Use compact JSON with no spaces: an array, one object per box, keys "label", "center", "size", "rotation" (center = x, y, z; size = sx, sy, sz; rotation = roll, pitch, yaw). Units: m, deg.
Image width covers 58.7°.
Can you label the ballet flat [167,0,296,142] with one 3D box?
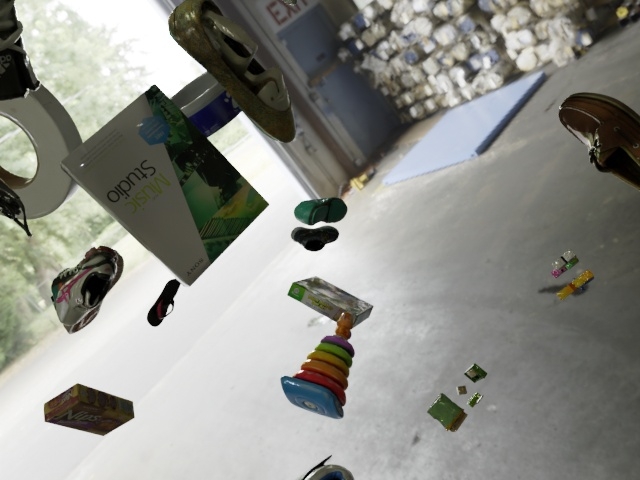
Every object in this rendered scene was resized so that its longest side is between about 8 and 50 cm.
[{"label":"ballet flat","center":[-0.146,-0.335,1.132],"size":[0.123,0.348,0.123],"rotation":[-35,29,23]}]

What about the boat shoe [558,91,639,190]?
[{"label":"boat shoe","center":[0.595,-0.196,1.149],"size":[0.104,0.111,0.307],"rotation":[-38,53,-10]}]

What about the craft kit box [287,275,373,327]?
[{"label":"craft kit box","center":[0.040,0.207,1.953],"size":[0.061,0.246,0.250],"rotation":[-69,-16,8]}]

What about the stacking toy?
[{"label":"stacking toy","center":[0.033,0.328,1.591],"size":[0.165,0.175,0.302],"rotation":[9,53,27]}]

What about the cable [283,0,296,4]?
[{"label":"cable","center":[-0.084,-0.436,0.671],"size":[0.089,0.257,0.257],"rotation":[-13,40,-38]}]

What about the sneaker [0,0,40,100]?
[{"label":"sneaker","center":[-0.415,-0.324,0.723],"size":[0.169,0.258,0.447],"rotation":[-25,12,-31]}]

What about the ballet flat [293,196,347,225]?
[{"label":"ballet flat","center":[-0.003,-0.094,1.677],"size":[0.247,0.087,0.083],"rotation":[-14,-57,-63]}]

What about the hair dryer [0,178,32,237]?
[{"label":"hair dryer","center":[-0.621,-0.127,1.037],"size":[0.223,0.294,0.080],"rotation":[-17,13,31]}]

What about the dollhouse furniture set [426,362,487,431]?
[{"label":"dollhouse furniture set","center":[0.319,0.356,1.293],"size":[0.152,0.076,0.059],"rotation":[-45,-14,-22]}]

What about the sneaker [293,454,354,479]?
[{"label":"sneaker","center":[-0.071,0.595,1.251],"size":[0.322,0.130,0.236],"rotation":[-21,-23,-20]}]

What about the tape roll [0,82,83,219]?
[{"label":"tape roll","center":[-0.797,-0.239,1.456],"size":[0.392,0.392,0.072],"rotation":[-32,17,25]}]

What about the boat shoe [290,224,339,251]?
[{"label":"boat shoe","center":[0.000,0.000,1.761],"size":[0.083,0.183,0.065],"rotation":[42,123,43]}]

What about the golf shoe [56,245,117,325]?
[{"label":"golf shoe","center":[-0.432,0.097,1.035],"size":[0.186,0.067,0.086],"rotation":[-52,35,24]}]

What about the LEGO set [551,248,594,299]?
[{"label":"LEGO set","center":[0.600,0.092,1.378],"size":[0.093,0.087,0.227],"rotation":[-43,-22,15]}]

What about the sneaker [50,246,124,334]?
[{"label":"sneaker","center":[-0.557,0.096,1.316],"size":[0.302,0.121,0.108],"rotation":[-48,-9,36]}]

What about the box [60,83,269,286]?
[{"label":"box","center":[-0.286,-0.102,1.087],"size":[0.232,0.322,0.058],"rotation":[-48,15,-19]}]

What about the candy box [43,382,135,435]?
[{"label":"candy box","center":[-0.560,0.415,1.388],"size":[0.109,0.187,0.053],"rotation":[-31,53,11]}]

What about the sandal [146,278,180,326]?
[{"label":"sandal","center":[-0.460,0.193,1.682],"size":[0.067,0.040,0.179],"rotation":[-3,-50,-56]}]

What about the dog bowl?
[{"label":"dog bowl","center":[-0.329,-0.388,1.621],"size":[0.264,0.104,0.265],"rotation":[-26,31,17]}]
